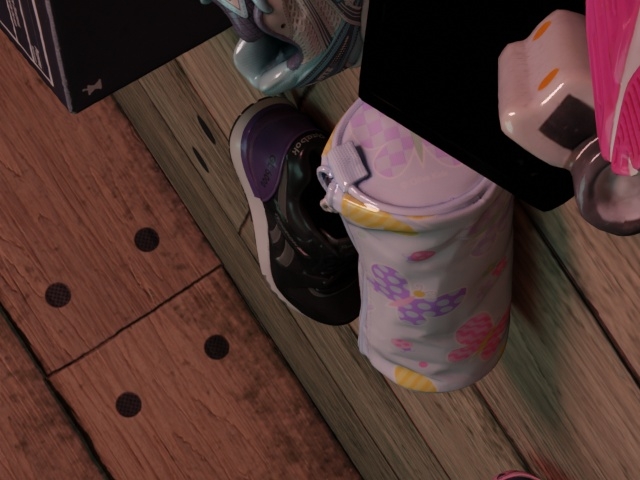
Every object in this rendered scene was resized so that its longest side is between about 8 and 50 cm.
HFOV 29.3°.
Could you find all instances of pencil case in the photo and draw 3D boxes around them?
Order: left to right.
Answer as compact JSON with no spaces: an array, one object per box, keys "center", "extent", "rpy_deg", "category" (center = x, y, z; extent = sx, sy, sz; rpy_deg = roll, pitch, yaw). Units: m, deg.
[{"center":[0.074,0.007,0.849],"extent":[0.113,0.124,0.273],"rpy_deg":[50,168,29],"category":"pencil case"}]

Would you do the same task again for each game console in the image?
[{"center":[-0.004,-0.169,0.590],"extent":[0.361,0.044,0.213],"rpy_deg":[34,150,18],"category":"game console"}]

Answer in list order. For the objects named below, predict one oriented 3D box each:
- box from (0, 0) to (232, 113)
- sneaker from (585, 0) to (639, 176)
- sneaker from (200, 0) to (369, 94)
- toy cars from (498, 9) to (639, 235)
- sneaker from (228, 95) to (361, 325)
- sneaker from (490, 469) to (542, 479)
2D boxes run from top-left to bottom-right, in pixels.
[{"center":[-0.206,-0.310,0.908],"extent":[0.294,0.182,0.296],"rpy_deg":[49,158,22],"category":"box"},{"center":[0.164,-0.089,0.285],"extent":[0.252,0.111,0.103],"rpy_deg":[135,136,-67],"category":"sneaker"},{"center":[-0.013,-0.175,0.717],"extent":[0.110,0.122,0.283],"rpy_deg":[52,167,26],"category":"sneaker"},{"center":[0.217,0.041,0.393],"extent":[0.176,0.087,0.394],"rpy_deg":[0,-136,-51],"category":"toy cars"},{"center":[0.000,0.000,1.210],"extent":[0.124,0.107,0.283],"rpy_deg":[36,157,46],"category":"sneaker"},{"center":[0.248,0.352,1.167],"extent":[0.131,0.112,0.319],"rpy_deg":[-105,-9,-68],"category":"sneaker"}]
